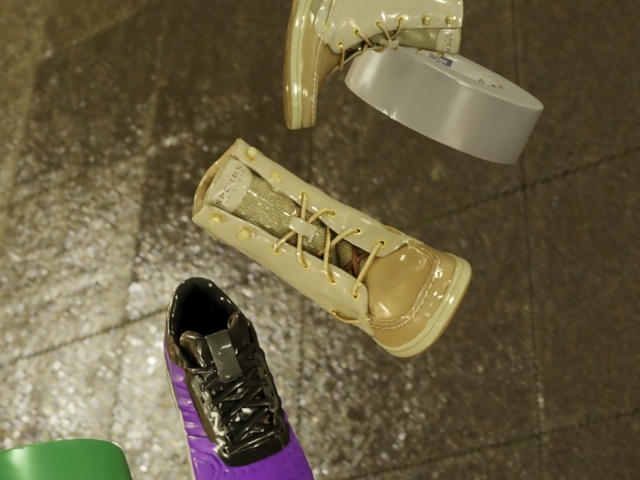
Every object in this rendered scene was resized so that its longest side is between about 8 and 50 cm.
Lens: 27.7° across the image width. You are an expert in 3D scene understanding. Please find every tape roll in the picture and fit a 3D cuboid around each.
[{"bbox_3d":[0.140,-0.168,1.476,0.219,0.219,0.072,42,113,47],"label":"tape roll"},{"bbox_3d":[-0.382,0.342,1.577,0.321,0.321,0.077,-30,67,20],"label":"tape roll"}]

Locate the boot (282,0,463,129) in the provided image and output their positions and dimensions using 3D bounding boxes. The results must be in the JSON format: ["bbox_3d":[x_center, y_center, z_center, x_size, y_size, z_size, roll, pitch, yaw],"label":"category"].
[{"bbox_3d":[0.051,-0.192,1.231,0.165,0.077,0.213,11,65,-4],"label":"boot"}]

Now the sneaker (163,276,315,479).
[{"bbox_3d":[-0.085,0.149,1.199,0.102,0.146,0.293,-17,47,-16],"label":"sneaker"}]

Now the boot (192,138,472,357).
[{"bbox_3d":[0.000,0.000,1.079,0.095,0.203,0.262,-57,16,-3],"label":"boot"}]
